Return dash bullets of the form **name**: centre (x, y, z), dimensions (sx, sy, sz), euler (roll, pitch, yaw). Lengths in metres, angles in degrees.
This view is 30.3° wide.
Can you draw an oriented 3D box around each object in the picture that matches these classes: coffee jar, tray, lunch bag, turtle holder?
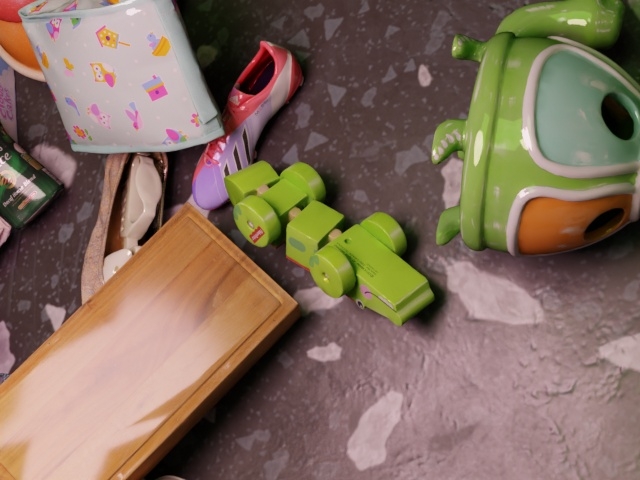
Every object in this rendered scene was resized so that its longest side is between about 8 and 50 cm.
- **coffee jar**: centre (-0.477, -0.111, 1.753), dimensions (0.096, 0.079, 0.184), euler (-44, 96, 6)
- **tray**: centre (-0.240, 0.166, 1.502), dimensions (0.203, 0.076, 0.411), euler (42, 78, 14)
- **lunch bag**: centre (-0.246, -0.235, 1.569), dimensions (0.262, 0.223, 0.160), euler (7, 35, 43)
- **turtle holder**: centre (0.264, -0.124, 1.365), dimensions (0.227, 0.243, 0.320), euler (8, 37, 14)

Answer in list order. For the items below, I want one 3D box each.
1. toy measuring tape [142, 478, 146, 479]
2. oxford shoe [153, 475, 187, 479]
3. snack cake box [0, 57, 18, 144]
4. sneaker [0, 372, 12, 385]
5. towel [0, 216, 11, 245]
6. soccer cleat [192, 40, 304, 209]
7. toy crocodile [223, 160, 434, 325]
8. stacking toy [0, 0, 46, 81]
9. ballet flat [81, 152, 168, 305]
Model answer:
- **toy measuring tape**: centre (-0.288, 0.297, 1.560), dimensions (0.121, 0.121, 0.330), euler (28, 79, 31)
- **oxford shoe**: centre (-0.205, 0.511, 1.433), dimensions (0.169, 0.130, 0.450), euler (-9, 72, 20)
- **snack cake box**: centre (-0.574, -0.251, 1.895), dimensions (0.152, 0.089, 0.264), euler (-16, 67, 20)
- **sneaker**: centre (-0.433, 0.234, 1.641), dimensions (0.261, 0.125, 0.104), euler (-5, 72, 26)
- **towel**: centre (-0.665, 0.015, 1.817), dimensions (0.317, 0.053, 0.332), euler (40, 103, 20)
- **soccer cleat**: centre (-0.114, -0.159, 1.623), dimensions (0.083, 0.095, 0.248), euler (33, 90, 31)
- **toy crocodile**: centre (0.000, 0.000, 1.512), dimensions (0.340, 0.105, 0.115), euler (34, 55, 26)
- **stacking toy**: centre (-0.432, -0.464, 1.654), dimensions (0.350, 0.480, 0.351), euler (-7, 70, 18)
- **ballet flat**: centre (-0.263, -0.002, 1.631), dimensions (0.106, 0.107, 0.316), euler (-23, 62, 51)
